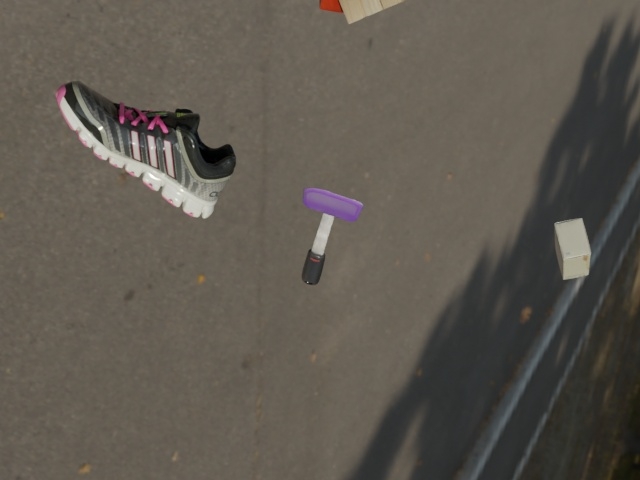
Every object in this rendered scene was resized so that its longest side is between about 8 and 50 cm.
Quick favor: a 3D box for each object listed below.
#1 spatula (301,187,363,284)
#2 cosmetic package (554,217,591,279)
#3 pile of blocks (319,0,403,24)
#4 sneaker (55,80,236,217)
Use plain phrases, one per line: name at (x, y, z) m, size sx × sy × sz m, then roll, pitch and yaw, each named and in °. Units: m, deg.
spatula at (0.000, 0.000, 1.271) m, size 0.296 × 0.084 × 0.030 m, roll 107°, pitch 2°, yaw -59°
cosmetic package at (0.374, 0.014, 1.286) m, size 0.115 × 0.041 × 0.060 m, roll 48°, pitch 32°, yaw -68°
pile of blocks at (-0.029, -0.356, 0.817) m, size 0.362 × 0.112 × 0.149 m, roll 52°, pitch 34°, yaw -35°
sneaker at (-0.141, -0.091, 0.739) m, size 0.170 × 0.063 × 0.075 m, roll 36°, pitch 109°, yaw -27°
